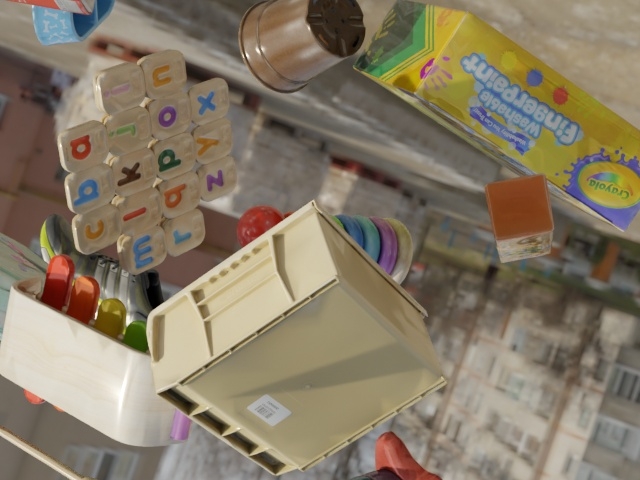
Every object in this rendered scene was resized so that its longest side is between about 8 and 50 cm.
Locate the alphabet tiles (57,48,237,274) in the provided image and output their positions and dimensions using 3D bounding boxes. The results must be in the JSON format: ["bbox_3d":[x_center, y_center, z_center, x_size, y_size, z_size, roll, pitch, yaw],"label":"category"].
[{"bbox_3d":[-0.222,-0.103,1.592,0.021,0.284,0.278,19,-146,39],"label":"alphabet tiles"}]

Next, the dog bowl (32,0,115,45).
[{"bbox_3d":[-0.473,-0.484,2.362,0.074,0.165,0.297,7,-149,9],"label":"dog bowl"}]

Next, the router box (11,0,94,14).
[{"bbox_3d":[-0.413,-0.483,1.538,0.301,0.335,0.082,10,177,1],"label":"router box"}]

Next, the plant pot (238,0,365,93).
[{"bbox_3d":[-0.023,-0.348,2.025,0.167,0.166,0.165,20,159,-34],"label":"plant pot"}]

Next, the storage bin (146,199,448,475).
[{"bbox_3d":[-0.027,0.131,1.426,0.262,0.260,0.123,44,-162,-43],"label":"storage bin"}]

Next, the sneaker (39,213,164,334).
[{"bbox_3d":[-0.328,0.064,1.935,0.300,0.121,0.111,48,-168,4],"label":"sneaker"}]

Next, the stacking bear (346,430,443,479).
[{"bbox_3d":[0.029,0.428,1.714,0.289,0.164,0.175,-25,-140,-24],"label":"stacking bear"}]

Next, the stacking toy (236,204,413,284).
[{"bbox_3d":[0.000,0.000,2.102,0.330,0.141,0.141,14,-177,-37],"label":"stacking toy"}]

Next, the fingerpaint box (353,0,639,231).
[{"bbox_3d":[0.320,-0.227,2.064,0.445,0.163,0.371,31,-174,-19],"label":"fingerpaint box"}]

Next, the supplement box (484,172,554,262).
[{"bbox_3d":[0.261,-0.026,1.570,0.078,0.080,0.233,-11,172,9],"label":"supplement box"}]

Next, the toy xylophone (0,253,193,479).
[{"bbox_3d":[-0.298,0.173,1.504,0.323,0.236,0.081,31,-160,29],"label":"toy xylophone"}]

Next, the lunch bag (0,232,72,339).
[{"bbox_3d":[-0.463,0.059,1.676,0.279,0.108,0.224,34,-177,-37],"label":"lunch bag"}]
